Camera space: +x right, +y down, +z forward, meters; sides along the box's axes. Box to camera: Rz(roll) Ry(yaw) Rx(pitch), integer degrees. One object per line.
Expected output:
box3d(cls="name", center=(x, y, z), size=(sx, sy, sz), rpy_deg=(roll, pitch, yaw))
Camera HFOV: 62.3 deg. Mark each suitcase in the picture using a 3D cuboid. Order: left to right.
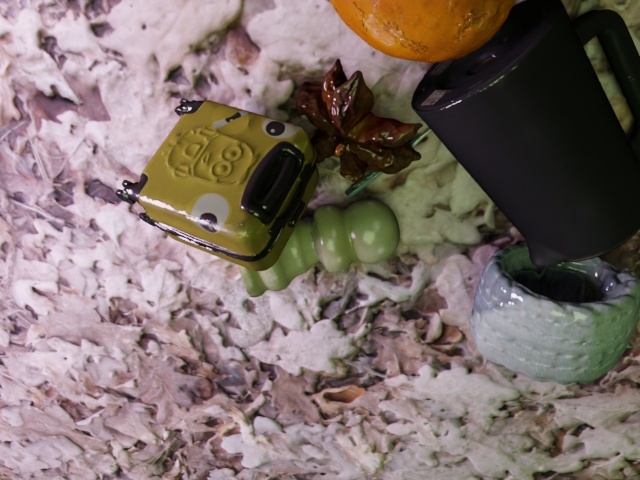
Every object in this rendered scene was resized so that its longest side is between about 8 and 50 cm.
box3d(cls="suitcase", center=(-0.127, -0.075, 0.739), size=(0.235, 0.193, 0.143), rpy_deg=(20, 158, 20))

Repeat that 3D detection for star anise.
box3d(cls="star anise", center=(0.039, -0.152, 0.743), size=(0.111, 0.196, 0.212), rpy_deg=(-55, 140, -5))

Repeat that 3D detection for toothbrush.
box3d(cls="toothbrush", center=(0.126, -0.133, 0.821), size=(0.220, 0.016, 0.019), rpy_deg=(-36, 120, 20))

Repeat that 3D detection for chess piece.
box3d(cls="chess piece", center=(0.000, 0.000, 0.847), size=(0.252, 0.144, 0.144), rpy_deg=(-11, 118, 3))

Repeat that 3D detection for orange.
box3d(cls="orange", center=(0.119, -0.322, 0.586), size=(0.240, 0.240, 0.239), rpy_deg=(2, 119, 3))

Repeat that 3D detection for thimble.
box3d(cls="thimble", center=(0.367, 0.115, 0.834), size=(0.250, 0.204, 0.171), rpy_deg=(2, 120, -3))

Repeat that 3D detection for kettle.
box3d(cls="kettle", center=(0.306, -0.154, 0.724), size=(0.308, 0.262, 0.203), rpy_deg=(45, 148, -23))
